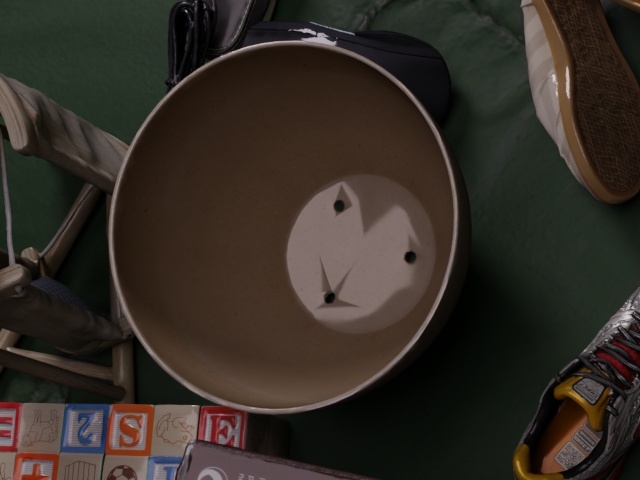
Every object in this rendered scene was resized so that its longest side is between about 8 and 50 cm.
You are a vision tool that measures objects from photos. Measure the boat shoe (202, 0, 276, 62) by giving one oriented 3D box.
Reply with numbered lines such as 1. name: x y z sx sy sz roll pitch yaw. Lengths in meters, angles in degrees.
1. boat shoe: -0.075 -0.266 1.757 0.080 0.073 0.223 11 82 25

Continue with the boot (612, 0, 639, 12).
1. boot: 0.226 -0.324 1.559 0.104 0.211 0.295 -28 59 -35

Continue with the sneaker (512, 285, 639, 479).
1. sneaker: 0.227 0.113 1.515 0.088 0.093 0.225 34 91 27

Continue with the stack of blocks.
1. stack of blocks: -0.182 0.226 1.670 0.297 0.087 0.171 -2 76 23

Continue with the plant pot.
1. plant pot: 0.000 0.000 1.583 0.284 0.191 0.284 -3 82 20

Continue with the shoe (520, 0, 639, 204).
1. shoe: 0.209 -0.127 1.610 0.076 0.058 0.219 -5 72 -24

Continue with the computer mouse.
1. computer mouse: -0.029 -0.102 1.689 0.262 0.060 0.184 14 99 17

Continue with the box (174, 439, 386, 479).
1. box: 0.091 0.251 1.442 0.381 0.191 0.143 9 82 12

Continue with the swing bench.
1. swing bench: -0.253 -0.008 1.670 0.165 0.253 0.254 9 81 25
